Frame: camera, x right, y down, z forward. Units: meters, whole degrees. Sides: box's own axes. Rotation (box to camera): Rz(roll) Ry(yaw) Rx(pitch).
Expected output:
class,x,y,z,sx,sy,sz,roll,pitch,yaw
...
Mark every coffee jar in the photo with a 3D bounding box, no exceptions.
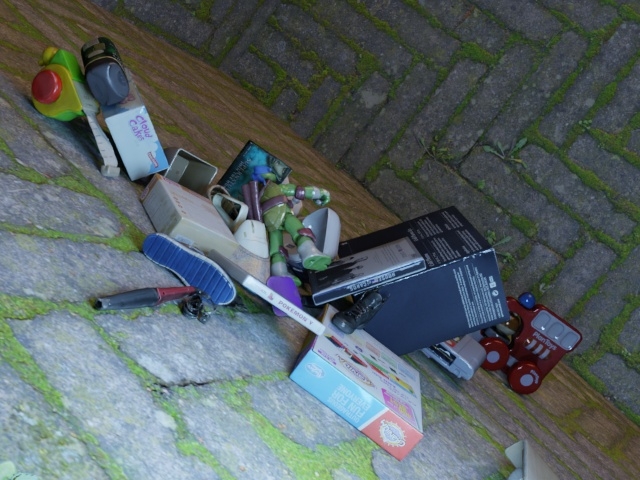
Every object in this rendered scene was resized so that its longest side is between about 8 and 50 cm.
class,x,y,z,sx,sy,sz,roll,pitch,yaw
coffee jar,-0.450,-0.353,1.714,0.184,0.079,0.096,-120,-171,-55

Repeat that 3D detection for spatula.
class,x,y,z,sx,sy,sz,roll,pitch,yaw
spatula,-0.037,0.123,1.735,0.296,0.030,0.084,20,50,-68

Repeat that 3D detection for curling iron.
class,x,y,z,sx,sy,sz,roll,pitch,yaw
curling iron,-0.243,0.092,1.244,0.068,0.035,0.274,42,12,23

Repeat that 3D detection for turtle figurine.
class,x,y,z,sx,sy,sz,roll,pitch,yaw
turtle figurine,-0.058,-0.022,1.813,0.275,0.197,0.266,82,-9,-57

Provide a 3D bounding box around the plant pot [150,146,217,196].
class,x,y,z,sx,sy,sz,roll,pitch,yaw
plant pot,-0.314,-0.146,1.813,0.109,0.109,0.096,28,2,-40

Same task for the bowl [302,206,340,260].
class,x,y,z,sx,sy,sz,roll,pitch,yaw
bowl,0.000,0.000,1.974,0.053,0.142,0.142,16,-20,-27

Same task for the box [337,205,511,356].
class,x,y,z,sx,sy,sz,roll,pitch,yaw
box,0.221,0.089,1.875,0.343,0.312,0.179,-105,178,-71

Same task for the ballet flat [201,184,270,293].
class,x,y,z,sx,sy,sz,roll,pitch,yaw
ballet flat,-0.174,-0.017,1.698,0.107,0.106,0.316,20,21,-47

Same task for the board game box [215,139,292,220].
class,x,y,z,sx,sy,sz,roll,pitch,yaw
board game box,-0.172,-0.131,1.951,0.126,0.186,0.026,32,15,-24

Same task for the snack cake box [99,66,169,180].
class,x,y,z,sx,sy,sz,roll,pitch,yaw
snack cake box,-0.418,-0.259,1.788,0.264,0.089,0.152,-125,-163,-54

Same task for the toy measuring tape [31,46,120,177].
class,x,y,z,sx,sy,sz,roll,pitch,yaw
toy measuring tape,-0.517,-0.253,1.694,0.330,0.121,0.121,65,19,14

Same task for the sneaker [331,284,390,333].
class,x,y,z,sx,sy,sz,roll,pitch,yaw
sneaker,0.083,0.132,1.608,0.051,0.089,0.170,41,12,17

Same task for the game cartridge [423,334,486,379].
class,x,y,z,sx,sy,sz,roll,pitch,yaw
game cartridge,0.288,0.232,2.101,0.294,0.060,0.196,38,15,14

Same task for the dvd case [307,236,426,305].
class,x,y,z,sx,sy,sz,roll,pitch,yaw
dvd case,0.092,0.061,1.740,0.179,0.238,0.030,-106,178,-74

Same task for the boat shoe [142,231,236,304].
class,x,y,z,sx,sy,sz,roll,pitch,yaw
boat shoe,-0.220,0.042,1.433,0.183,0.066,0.066,38,10,-1

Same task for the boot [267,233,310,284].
class,x,y,z,sx,sy,sz,roll,pitch,yaw
boot,-0.065,0.045,1.933,0.190,0.069,0.086,31,-34,64

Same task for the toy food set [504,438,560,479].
class,x,y,z,sx,sy,sz,roll,pitch,yaw
toy food set,0.417,0.513,1.516,0.220,0.092,0.306,51,14,5

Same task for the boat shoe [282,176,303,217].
class,x,y,z,sx,sy,sz,roll,pitch,yaw
boat shoe,-0.147,-0.164,2.375,0.096,0.098,0.277,27,17,-45

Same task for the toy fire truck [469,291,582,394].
class,x,y,z,sx,sy,sz,roll,pitch,yaw
toy fire truck,0.593,0.288,2.450,0.302,0.254,0.169,36,11,-9

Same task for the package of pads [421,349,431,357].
class,x,y,z,sx,sy,sz,roll,pitch,yaw
package of pads,0.270,0.267,2.116,0.050,0.032,0.083,17,23,-51

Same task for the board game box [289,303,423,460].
class,x,y,z,sx,sy,sz,roll,pitch,yaw
board game box,0.075,0.249,1.519,0.242,0.064,0.316,37,11,-1

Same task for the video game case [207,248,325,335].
class,x,y,z,sx,sy,sz,roll,pitch,yaw
video game case,-0.100,0.090,1.478,0.183,0.023,0.201,37,-4,-28

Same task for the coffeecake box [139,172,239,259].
class,x,y,z,sx,sy,sz,roll,pitch,yaw
coffeecake box,-0.261,-0.039,1.619,0.142,0.068,0.185,27,16,-39

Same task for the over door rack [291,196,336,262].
class,x,y,z,sx,sy,sz,roll,pitch,yaw
over door rack,0.004,-0.005,2.193,0.239,0.108,0.324,42,12,17
